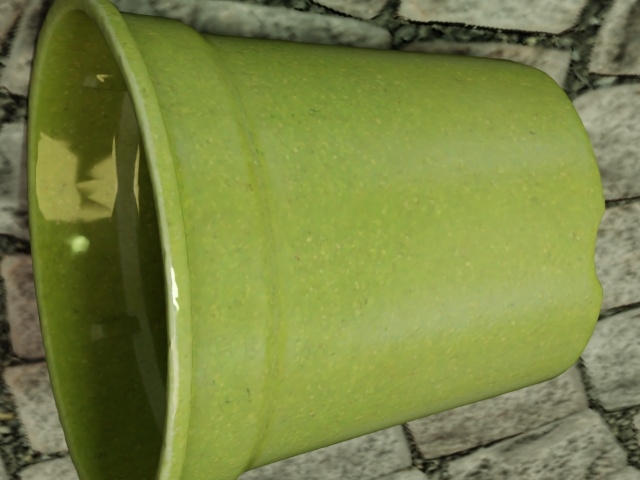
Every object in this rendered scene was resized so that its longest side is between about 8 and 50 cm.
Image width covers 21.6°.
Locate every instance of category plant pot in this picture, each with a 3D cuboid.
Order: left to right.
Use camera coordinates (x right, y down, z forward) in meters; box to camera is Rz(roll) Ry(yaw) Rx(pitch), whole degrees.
[{"bbox_3d":[0.000,0.000,0.885,0.254,0.276,0.276,-6,140,-21],"label":"plant pot"}]
